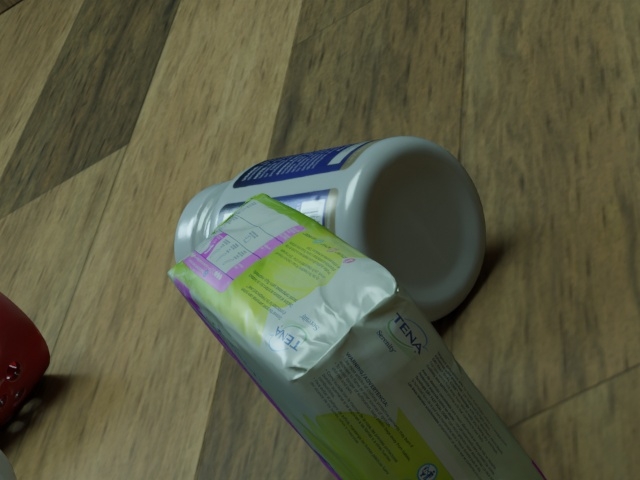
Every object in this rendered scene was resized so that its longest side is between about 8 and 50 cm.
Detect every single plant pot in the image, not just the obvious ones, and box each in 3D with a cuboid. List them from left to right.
[{"bbox_3d":[-0.389,0.134,1.931,0.191,0.191,0.174,-5,47,52],"label":"plant pot"}]

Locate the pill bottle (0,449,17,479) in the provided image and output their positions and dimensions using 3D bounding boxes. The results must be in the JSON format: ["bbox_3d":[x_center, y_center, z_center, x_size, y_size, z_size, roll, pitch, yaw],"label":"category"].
[{"bbox_3d":[-0.375,0.247,1.780,0.193,0.108,0.108,-20,28,37],"label":"pill bottle"}]

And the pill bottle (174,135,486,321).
[{"bbox_3d":[0.000,0.000,1.650,0.264,0.153,0.153,-6,38,51],"label":"pill bottle"}]

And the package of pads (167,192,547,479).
[{"bbox_3d":[0.025,0.094,1.330,0.101,0.229,0.296,-40,23,-8],"label":"package of pads"}]
